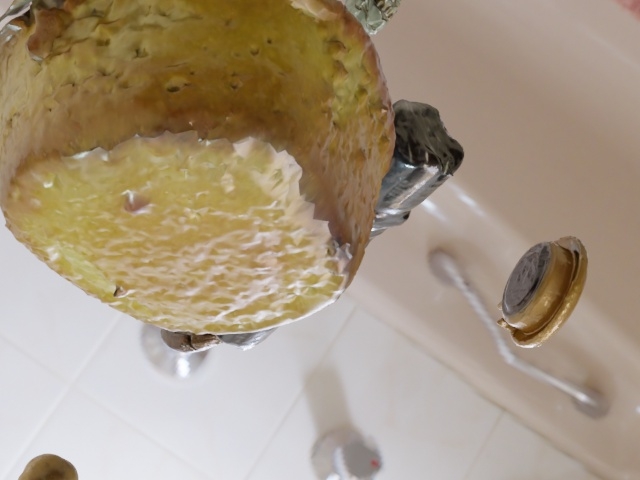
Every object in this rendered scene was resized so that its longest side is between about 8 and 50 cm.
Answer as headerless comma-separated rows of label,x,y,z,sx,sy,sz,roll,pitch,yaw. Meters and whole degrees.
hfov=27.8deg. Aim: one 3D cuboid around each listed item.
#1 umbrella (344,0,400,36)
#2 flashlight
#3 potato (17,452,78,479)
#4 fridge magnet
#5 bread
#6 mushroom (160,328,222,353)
umbrella,0.049,-0.270,1.564,0.067,0.143,0.062,43,-161,20
flashlight,0.000,0.000,1.442,0.103,0.103,0.424,37,133,-9
potato,-0.340,0.300,1.600,0.068,0.062,0.083,27,-166,14
fridge magnet,0.258,0.057,1.499,0.063,0.143,0.143,27,161,-13
bread,-0.107,-0.071,1.090,0.336,0.204,0.358,-14,142,14
mushroom,-0.164,0.112,1.787,0.123,0.123,0.052,13,146,43
